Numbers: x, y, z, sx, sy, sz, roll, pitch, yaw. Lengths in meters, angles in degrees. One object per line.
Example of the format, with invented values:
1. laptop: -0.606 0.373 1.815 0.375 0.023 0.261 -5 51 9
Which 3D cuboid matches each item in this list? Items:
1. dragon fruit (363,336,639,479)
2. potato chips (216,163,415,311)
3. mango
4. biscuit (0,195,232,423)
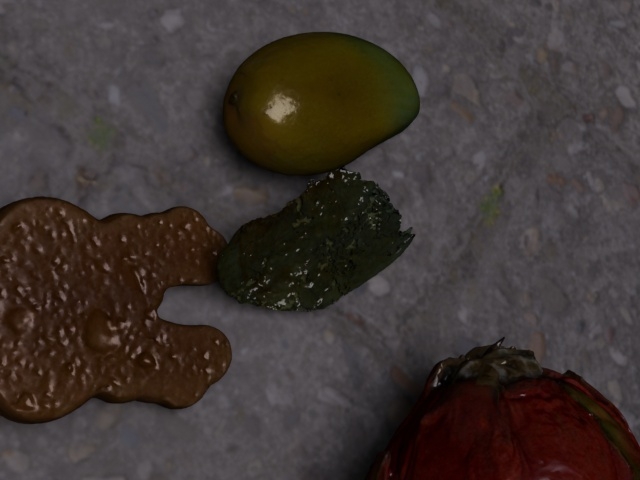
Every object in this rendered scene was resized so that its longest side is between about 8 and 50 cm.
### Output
1. dragon fruit: 0.161 0.261 0.868 0.277 0.277 0.343 -5 97 -23
2. potato chips: 0.000 0.000 0.935 0.209 0.026 0.142 12 99 -39
3. mango: 0.003 -0.124 0.950 0.194 0.092 0.130 -3 83 -27
4. biscuit: -0.205 0.054 0.844 0.295 0.044 0.186 6 77 -35
